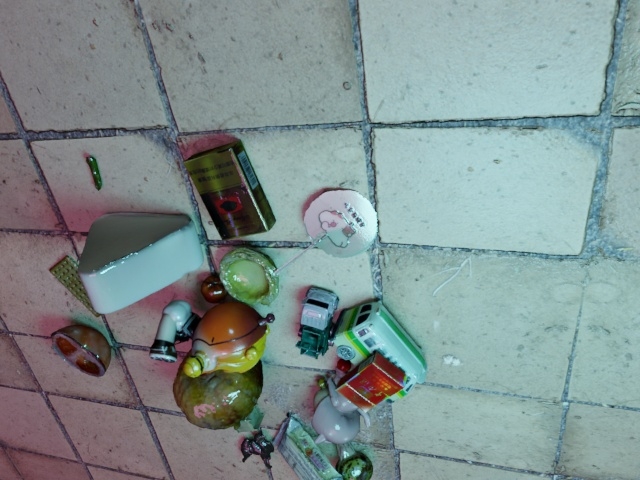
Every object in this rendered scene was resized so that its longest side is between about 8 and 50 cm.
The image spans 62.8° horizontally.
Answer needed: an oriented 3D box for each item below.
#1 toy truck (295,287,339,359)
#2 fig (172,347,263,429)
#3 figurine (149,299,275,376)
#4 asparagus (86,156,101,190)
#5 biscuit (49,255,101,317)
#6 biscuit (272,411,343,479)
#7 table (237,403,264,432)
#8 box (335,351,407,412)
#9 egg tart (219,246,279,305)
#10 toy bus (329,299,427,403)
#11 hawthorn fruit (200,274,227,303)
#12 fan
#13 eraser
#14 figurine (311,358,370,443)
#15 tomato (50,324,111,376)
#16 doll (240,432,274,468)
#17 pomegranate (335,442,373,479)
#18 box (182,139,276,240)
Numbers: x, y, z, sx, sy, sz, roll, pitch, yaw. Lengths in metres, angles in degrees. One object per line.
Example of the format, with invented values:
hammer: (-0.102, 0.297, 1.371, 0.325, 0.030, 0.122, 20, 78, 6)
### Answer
toy truck: (-0.014, 0.250, 1.492, 0.110, 0.116, 0.216, 15, 125, 10)
fig: (-0.311, 0.496, 1.685, 0.286, 0.286, 0.368, 10, 138, 13)
figurine: (-0.293, 0.268, 1.497, 0.323, 0.320, 0.196, 8, 109, 4)
asparagus: (-0.642, -0.191, 1.489, 0.025, 0.021, 0.108, 10, 124, 19)
biscuit: (-0.804, 0.159, 1.775, 0.139, 0.016, 0.231, -29, 108, 33)
biscuit: (-0.042, 0.755, 1.791, 0.309, 0.079, 0.186, 43, 130, 30)
table: (-0.255, 0.622, 1.839, 0.083, 0.079, 0.062, -13, 118, 24)
box: (0.133, 0.382, 1.403, 0.112, 0.048, 0.175, 37, 128, -6)
egg tart: (-0.195, 0.092, 1.480, 0.197, 0.078, 0.197, 9, 122, 15)
toy bus: (0.172, 0.305, 1.450, 0.165, 0.133, 0.276, -31, 108, 34)
hawthorn fruit: (-0.316, 0.151, 1.564, 0.081, 0.081, 0.093, 21, 144, 6)
fan: (0.000, 0.000, 1.349, 0.329, 0.009, 0.191, -35, 107, 20)
eraser: (-0.488, 0.035, 1.463, 0.331, 0.331, 0.150, 1, 123, 19)
figurine: (0.072, 0.494, 1.621, 0.186, 0.176, 0.287, 44, 118, 41)
tomato: (-0.838, 0.378, 1.868, 0.199, 0.112, 0.228, -29, 110, 40)
doll: (-0.234, 0.769, 1.939, 0.139, 0.057, 0.165, 7, 123, 17)
pomegranate: (0.097, 0.765, 1.778, 0.163, 0.125, 0.138, 42, 161, 2)
box: (-0.234, -0.124, 1.360, 0.159, 0.071, 0.240, -11, 116, 23)
